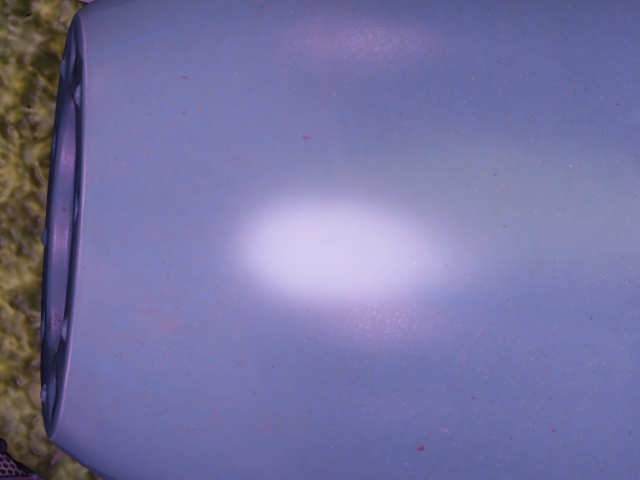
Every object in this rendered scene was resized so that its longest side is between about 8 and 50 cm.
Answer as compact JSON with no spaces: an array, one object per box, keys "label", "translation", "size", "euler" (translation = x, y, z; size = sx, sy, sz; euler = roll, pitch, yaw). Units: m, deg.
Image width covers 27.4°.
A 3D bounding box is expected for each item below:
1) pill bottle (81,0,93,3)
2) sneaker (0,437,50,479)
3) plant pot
[{"label":"pill bottle","translation":[-0.080,-0.210,0.637],"size":[0.121,0.216,0.121],"euler":[7,71,-23]},{"label":"sneaker","translation":[-0.157,0.093,0.584],"size":[0.227,0.087,0.130],"euler":[25,72,-10]},{"label":"plant pot","translation":[0.000,0.000,0.583],"size":[0.235,0.293,0.293],"euler":[4,73,-15]}]
